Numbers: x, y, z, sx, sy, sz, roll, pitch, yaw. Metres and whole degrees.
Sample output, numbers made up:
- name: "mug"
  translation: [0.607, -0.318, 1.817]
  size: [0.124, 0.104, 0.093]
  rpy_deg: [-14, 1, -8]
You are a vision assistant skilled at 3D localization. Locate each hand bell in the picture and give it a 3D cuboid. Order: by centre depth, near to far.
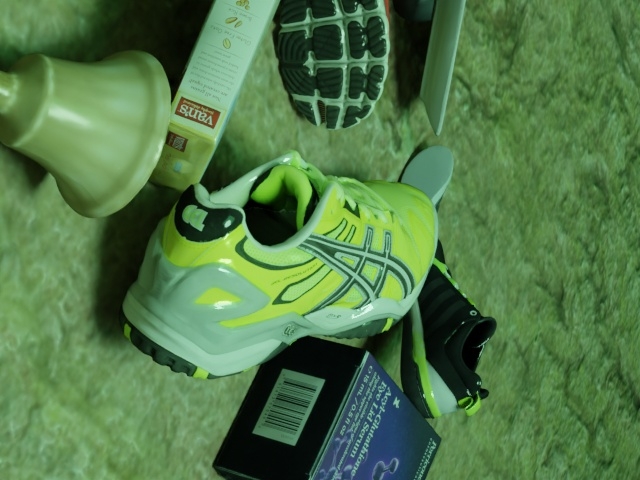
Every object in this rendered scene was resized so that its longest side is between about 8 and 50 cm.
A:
- name: "hand bell"
  translation: [-0.228, -0.106, 0.820]
  size: [0.242, 0.126, 0.126]
  rpy_deg: [21, 82, -44]

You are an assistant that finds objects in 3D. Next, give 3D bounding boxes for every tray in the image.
- name: "tray"
  translation: [0.132, -0.252, 1.258]
  size: [0.145, 0.030, 0.270]
  rpy_deg: [-78, 176, -52]

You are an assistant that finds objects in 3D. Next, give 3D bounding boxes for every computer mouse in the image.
- name: "computer mouse"
  translation: [0.098, -0.277, 1.224]
  size: [0.242, 0.041, 0.071]
  rpy_deg: [-74, 173, -58]

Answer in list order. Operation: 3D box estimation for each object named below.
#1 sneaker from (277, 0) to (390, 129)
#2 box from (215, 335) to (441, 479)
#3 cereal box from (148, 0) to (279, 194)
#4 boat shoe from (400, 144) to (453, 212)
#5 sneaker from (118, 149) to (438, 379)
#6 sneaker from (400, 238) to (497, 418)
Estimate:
- name: "sneaker"
  translation: [0.030, -0.239, 1.143]
  size: [0.118, 0.107, 0.279]
  rpy_deg: [-40, 135, -60]
- name: "box"
  translation: [0.014, 0.207, 1.234]
  size: [0.207, 0.108, 0.153]
  rpy_deg: [50, 58, -48]
- name: "cereal box"
  translation: [-0.067, -0.164, 0.982]
  size: [0.173, 0.047, 0.240]
  rpy_deg: [135, -22, -73]
- name: "boat shoe"
  translation: [0.103, -0.037, 1.356]
  size: [0.142, 0.049, 0.040]
  rpy_deg: [-64, 162, -19]
- name: "sneaker"
  translation: [0.000, 0.000, 1.093]
  size: [0.384, 0.145, 0.147]
  rpy_deg: [-23, 143, -53]
- name: "sneaker"
  translation: [0.141, 0.089, 1.338]
  size: [0.084, 0.097, 0.235]
  rpy_deg: [59, 26, -47]
